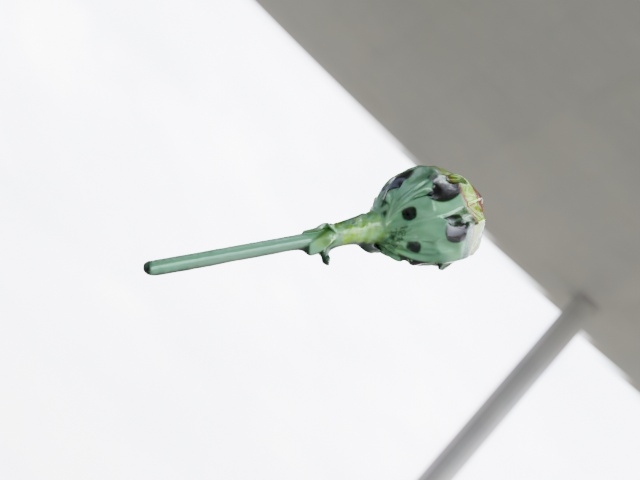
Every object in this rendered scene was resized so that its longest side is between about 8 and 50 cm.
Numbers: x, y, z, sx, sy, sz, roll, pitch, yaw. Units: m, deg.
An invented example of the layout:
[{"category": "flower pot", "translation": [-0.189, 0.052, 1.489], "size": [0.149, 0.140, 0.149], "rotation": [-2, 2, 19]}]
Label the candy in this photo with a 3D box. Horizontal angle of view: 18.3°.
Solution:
[{"category": "candy", "translation": [0.000, 0.000, 1.580], "size": [0.091, 0.305, 0.083], "rotation": [36, -51, 49]}]
